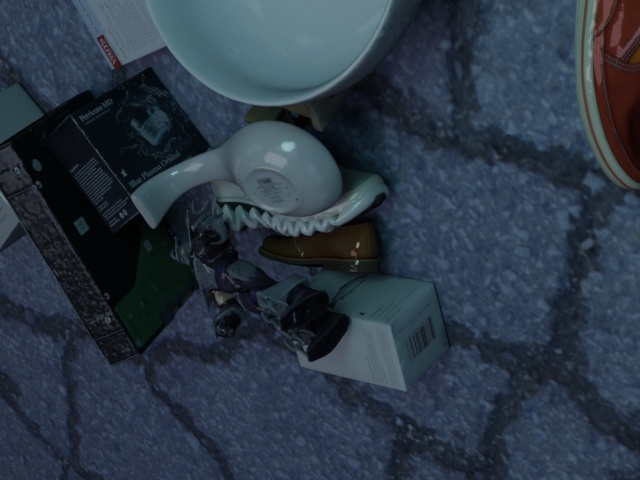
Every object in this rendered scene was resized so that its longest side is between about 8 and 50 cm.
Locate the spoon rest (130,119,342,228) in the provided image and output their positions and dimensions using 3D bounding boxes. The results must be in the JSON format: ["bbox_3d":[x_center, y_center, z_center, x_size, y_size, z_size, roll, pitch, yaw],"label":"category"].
[{"bbox_3d":[-0.096,-0.076,1.524,0.276,0.084,0.137,-8,128,32],"label":"spoon rest"}]

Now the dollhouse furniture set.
[{"bbox_3d":[-0.008,-0.178,1.495,0.129,0.129,0.183,23,159,29],"label":"dollhouse furniture set"}]

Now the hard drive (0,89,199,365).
[{"bbox_3d":[-0.312,-0.022,1.799,0.064,0.237,0.339,-23,106,26],"label":"hard drive"}]

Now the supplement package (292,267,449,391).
[{"bbox_3d":[0.058,0.111,1.655,0.179,0.105,0.105,8,126,39],"label":"supplement package"}]

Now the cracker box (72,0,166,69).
[{"bbox_3d":[-0.227,-0.317,1.598,0.232,0.067,0.155,-9,114,53],"label":"cracker box"}]

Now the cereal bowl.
[{"bbox_3d":[-0.025,-0.311,1.326,0.339,0.141,0.339,9,105,33],"label":"cereal bowl"}]

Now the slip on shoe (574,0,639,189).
[{"bbox_3d":[0.300,-0.192,1.172,0.101,0.123,0.331,13,124,32],"label":"slip on shoe"}]

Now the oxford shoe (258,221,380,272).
[{"bbox_3d":[0.000,0.000,1.668,0.212,0.076,0.076,2,92,46],"label":"oxford shoe"}]

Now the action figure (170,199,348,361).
[{"bbox_3d":[-0.101,0.053,1.615,0.285,0.099,0.185,25,146,41],"label":"action figure"}]

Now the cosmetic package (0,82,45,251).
[{"bbox_3d":[-0.484,-0.109,1.964,0.183,0.151,0.151,51,142,1],"label":"cosmetic package"}]

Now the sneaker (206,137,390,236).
[{"bbox_3d":[-0.042,-0.074,1.611,0.292,0.110,0.118,2,113,43],"label":"sneaker"}]

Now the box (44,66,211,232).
[{"bbox_3d":[-0.255,-0.123,1.726,0.158,0.156,0.093,53,141,-3],"label":"box"}]
